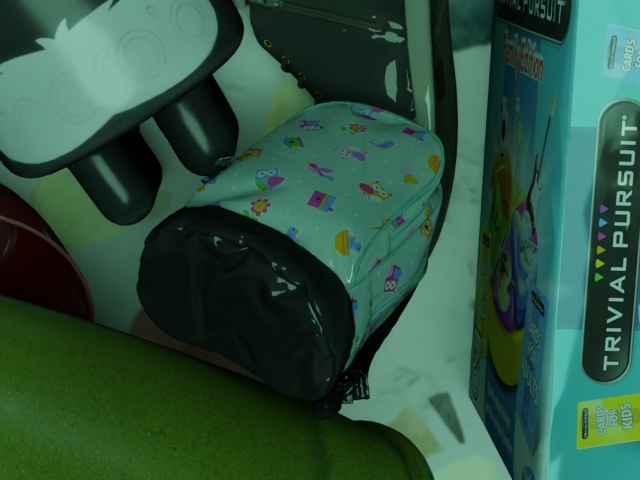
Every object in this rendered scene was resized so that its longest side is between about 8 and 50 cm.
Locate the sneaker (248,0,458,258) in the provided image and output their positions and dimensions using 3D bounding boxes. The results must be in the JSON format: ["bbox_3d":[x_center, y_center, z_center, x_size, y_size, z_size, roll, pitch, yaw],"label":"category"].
[{"bbox_3d":[0.022,-0.093,1.101,0.118,0.083,0.222,2,111,16],"label":"sneaker"}]

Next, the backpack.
[{"bbox_3d":[0.000,0.000,0.998,0.152,0.182,0.115,31,130,17],"label":"backpack"}]

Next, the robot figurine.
[{"bbox_3d":[-0.155,-0.149,1.021,0.209,0.173,0.278,-41,104,-32],"label":"robot figurine"}]

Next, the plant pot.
[{"bbox_3d":[-0.183,0.181,0.953,0.353,0.366,0.366,33,97,-20],"label":"plant pot"}]

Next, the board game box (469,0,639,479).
[{"bbox_3d":[0.152,-0.030,1.023,0.079,0.254,0.336,1,101,-4],"label":"board game box"}]

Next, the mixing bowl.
[{"bbox_3d":[-0.235,0.022,1.067,0.181,0.098,0.181,-7,131,-8],"label":"mixing bowl"}]
